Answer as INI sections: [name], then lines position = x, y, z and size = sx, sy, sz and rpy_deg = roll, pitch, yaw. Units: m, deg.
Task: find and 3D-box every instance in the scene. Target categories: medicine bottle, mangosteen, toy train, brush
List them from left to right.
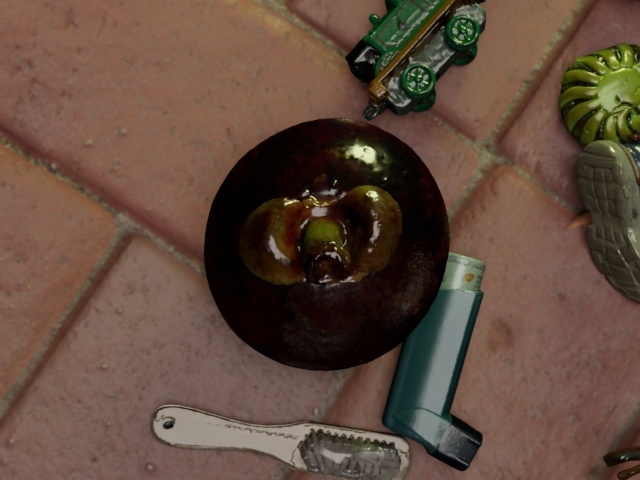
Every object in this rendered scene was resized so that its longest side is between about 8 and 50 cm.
[brush]
position = -0.047, 0.251, 1.757
size = 0.328, 0.065, 0.070
rpy_deg = 10, 91, -3
[mangosteen]
position = -0.002, 0.002, 1.653
size = 0.297, 0.293, 0.297
rpy_deg = -8, 77, 37
[toy train]
position = 0.116, -0.248, 1.768
size = 0.136, 0.091, 0.227
rpy_deg = 44, 87, 9
[medicine bottle]
position = 0.156, 0.147, 1.763
size = 0.124, 0.079, 0.258
rpy_deg = 13, 87, 0

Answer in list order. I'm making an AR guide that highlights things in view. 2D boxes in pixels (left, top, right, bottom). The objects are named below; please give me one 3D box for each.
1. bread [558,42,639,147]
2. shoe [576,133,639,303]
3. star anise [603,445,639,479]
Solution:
[bread]
position = 0.367, -0.180, 1.791
size = 0.139, 0.071, 0.130
rpy_deg = -28, 86, -4
[shoe]
position = 0.400, -0.035, 1.780
size = 0.125, 0.099, 0.227
rpy_deg = -30, 113, -28
[star anise]
position = 0.500, 0.320, 1.751
size = 0.346, 0.148, 0.237
rpy_deg = 26, 85, -13
